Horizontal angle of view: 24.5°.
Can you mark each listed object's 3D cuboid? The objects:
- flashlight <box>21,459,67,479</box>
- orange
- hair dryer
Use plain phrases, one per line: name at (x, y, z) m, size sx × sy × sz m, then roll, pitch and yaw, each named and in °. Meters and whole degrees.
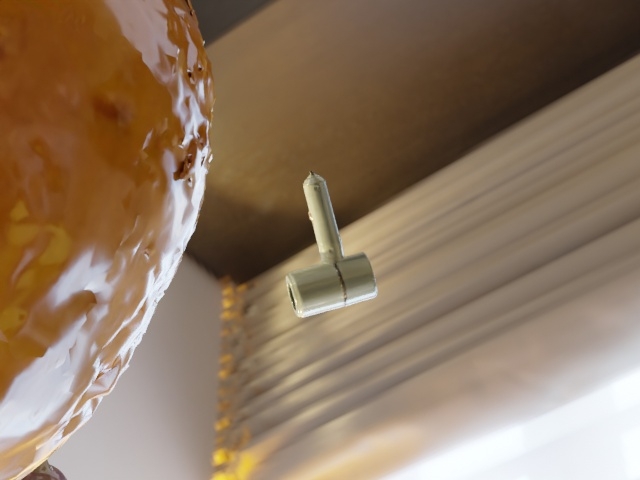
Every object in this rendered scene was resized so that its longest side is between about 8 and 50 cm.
flashlight at (-0.155, 0.103, 0.688) m, size 0.110 × 0.052 × 0.031 m, roll 41°, pitch -157°, yaw -26°
orange at (-0.121, -0.018, 0.383) m, size 0.161 × 0.193 × 0.193 m, roll 25°, pitch -140°, yaw -21°
hair dryer at (0.000, 0.000, 1.436) m, size 0.047 × 0.082 × 0.137 m, roll -153°, pitch 50°, yaw -78°
